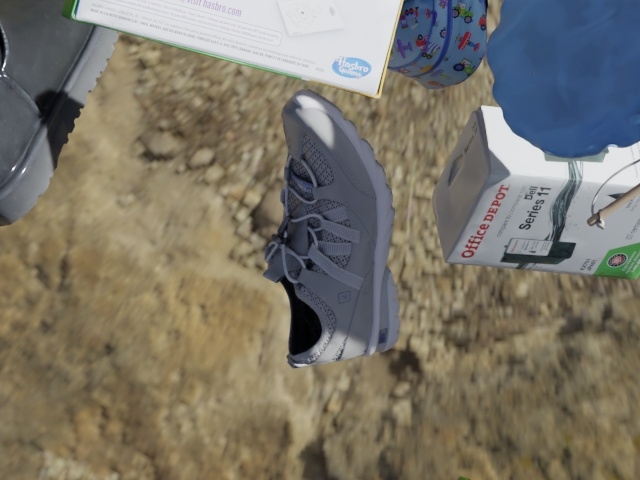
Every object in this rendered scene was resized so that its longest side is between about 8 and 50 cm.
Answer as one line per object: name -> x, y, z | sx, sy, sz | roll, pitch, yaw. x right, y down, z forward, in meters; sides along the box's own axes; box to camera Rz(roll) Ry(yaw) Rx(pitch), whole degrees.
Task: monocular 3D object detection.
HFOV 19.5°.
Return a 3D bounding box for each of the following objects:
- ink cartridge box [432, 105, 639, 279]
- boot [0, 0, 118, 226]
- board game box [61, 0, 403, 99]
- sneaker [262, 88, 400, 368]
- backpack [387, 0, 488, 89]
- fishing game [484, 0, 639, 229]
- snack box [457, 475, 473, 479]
ink cartridge box -> 0.230, -0.044, 1.797 | 0.208, 0.087, 0.153 | 5, 142, -14
boot -> -0.390, -0.282, 1.759 | 0.146, 0.367, 0.445 | -21, 129, 27
board game box -> -0.034, -0.286, 1.366 | 0.242, 0.064, 0.317 | 14, 96, -17
sneaker -> 0.000, 0.000, 1.689 | 0.115, 0.105, 0.281 | -24, 119, -22
backpack -> 0.092, -0.237, 1.817 | 0.117, 0.158, 0.173 | -2, 88, -31
fishing game -> 0.223, -0.158, 1.512 | 0.189, 0.041, 0.264 | -41, 65, 21
snack box -> 0.124, 0.185, 0.924 | 0.141, 0.100, 0.037 | 20, 130, -9
